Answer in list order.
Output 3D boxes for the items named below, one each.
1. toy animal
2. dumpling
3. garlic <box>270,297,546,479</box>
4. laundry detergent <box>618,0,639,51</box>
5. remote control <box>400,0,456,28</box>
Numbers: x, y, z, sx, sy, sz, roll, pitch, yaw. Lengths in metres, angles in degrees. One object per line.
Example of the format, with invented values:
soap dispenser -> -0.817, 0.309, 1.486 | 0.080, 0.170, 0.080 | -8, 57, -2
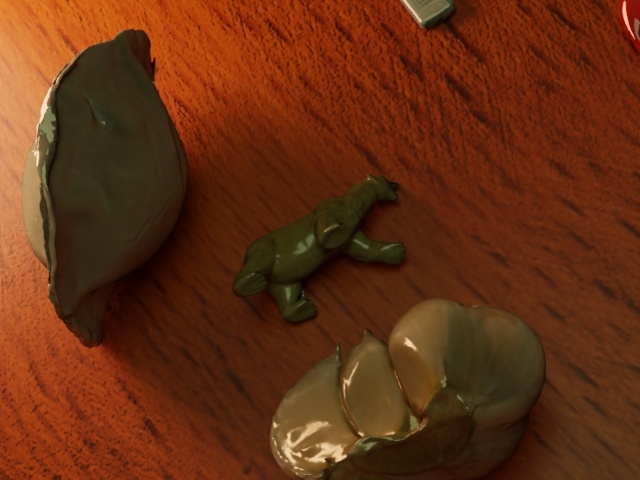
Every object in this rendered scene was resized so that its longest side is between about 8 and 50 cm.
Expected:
toy animal -> 0.000, 0.000, 1.579 | 0.219, 0.103, 0.101 | -32, 40, 2
dumpling -> -0.246, -0.077, 1.563 | 0.181, 0.260, 0.341 | 30, 81, 16
garlic -> 0.101, 0.166, 1.436 | 0.281, 0.185, 0.203 | -38, 36, 16
laundry detergent -> 0.414, -0.228, 1.599 | 0.097, 0.049, 0.165 | -31, 65, 6
remote control -> 0.115, -0.312, 1.719 | 0.053, 0.018, 0.124 | -34, 64, -2
